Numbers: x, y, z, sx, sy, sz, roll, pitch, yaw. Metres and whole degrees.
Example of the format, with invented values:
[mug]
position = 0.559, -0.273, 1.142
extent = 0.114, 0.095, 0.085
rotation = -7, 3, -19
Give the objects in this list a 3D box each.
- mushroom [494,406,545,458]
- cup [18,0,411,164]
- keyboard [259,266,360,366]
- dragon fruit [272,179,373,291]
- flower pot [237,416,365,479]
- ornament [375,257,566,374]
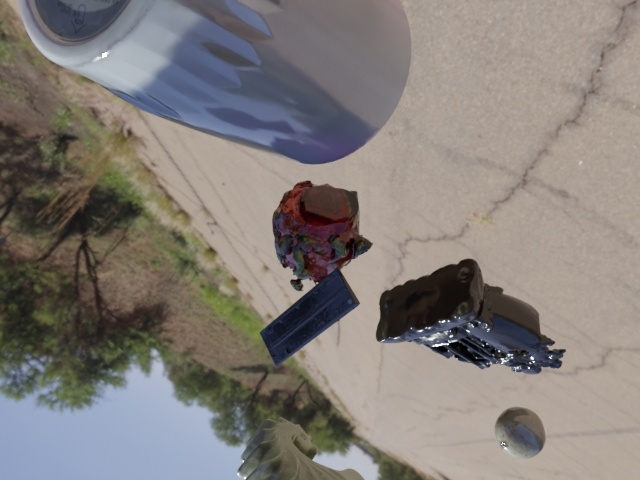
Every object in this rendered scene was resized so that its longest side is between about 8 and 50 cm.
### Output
[mushroom]
position = 0.339, 0.325, 0.949
extent = 0.085, 0.085, 0.079
rotation = 34, -178, 13
[cup]
position = -0.086, -0.228, 0.582
extent = 0.253, 0.253, 0.371
rotation = 30, -166, 30
[keyboard]
position = -0.022, 0.118, 0.824
extent = 0.010, 0.198, 0.064
rotation = -6, -119, -51
[dragon fruit]
position = 0.000, 0.000, 0.894
extent = 0.166, 0.160, 0.172
rotation = 35, 153, 20
[flower pot]
position = -0.025, 0.609, 1.360
extent = 0.367, 0.165, 0.254
rotation = 38, -169, -7
[ornament]
position = 0.259, 0.160, 0.950
extent = 0.260, 0.106, 0.251
rotation = 35, 142, -26
